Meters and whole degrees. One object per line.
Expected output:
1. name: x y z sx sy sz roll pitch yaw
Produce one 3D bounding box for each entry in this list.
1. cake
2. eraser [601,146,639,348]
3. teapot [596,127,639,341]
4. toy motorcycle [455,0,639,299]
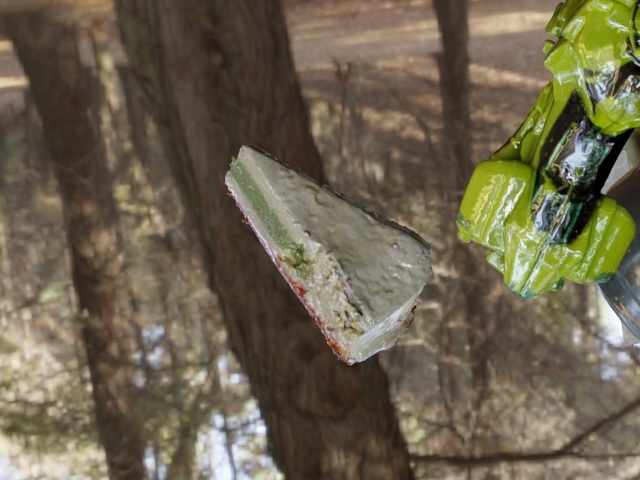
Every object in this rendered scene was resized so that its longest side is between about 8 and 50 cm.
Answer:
1. cake: 0.017 -0.005 1.036 0.117 0.220 0.086 -23 158 -29
2. eraser: 0.531 -0.025 1.824 0.098 0.403 0.096 9 159 -42
3. teapot: 0.412 -0.044 1.050 0.239 0.239 0.321 29 -138 -6
4. toy motorcycle: 0.226 -0.111 0.864 0.142 0.342 0.206 25 -155 4
